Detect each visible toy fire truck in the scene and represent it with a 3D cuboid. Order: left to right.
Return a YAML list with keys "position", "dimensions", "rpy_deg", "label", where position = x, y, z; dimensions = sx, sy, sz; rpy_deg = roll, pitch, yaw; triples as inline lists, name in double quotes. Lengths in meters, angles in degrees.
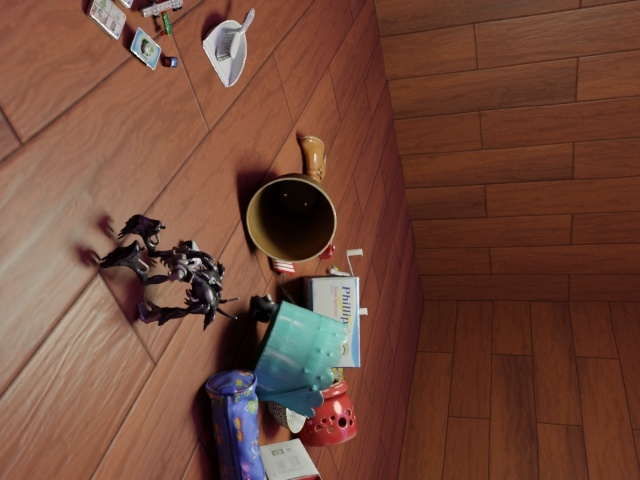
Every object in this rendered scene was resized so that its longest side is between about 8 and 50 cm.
- position: [0.000, 0.000, 2.036]
  dimensions: [0.135, 0.047, 0.192]
  rpy_deg: [-64, 148, -53]
  label: "toy fire truck"

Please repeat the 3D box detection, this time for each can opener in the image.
- position: [-0.126, 0.197, 1.609]
  dimensions: [0.073, 0.059, 0.186]
  rpy_deg: [-51, 142, 9]
  label: "can opener"

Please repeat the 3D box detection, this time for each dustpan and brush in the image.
- position: [-0.214, -0.509, 1.439]
  dimensions: [0.147, 0.060, 0.211]
  rpy_deg: [62, 32, -52]
  label: "dustpan and brush"

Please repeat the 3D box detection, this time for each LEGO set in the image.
- position: [-0.347, -0.441, 1.109]
  dimensions: [0.244, 0.060, 0.182]
  rpy_deg: [37, 66, -64]
  label: "LEGO set"

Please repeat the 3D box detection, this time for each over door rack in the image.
- position: [0.092, 0.196, 2.065]
  dimensions: [0.324, 0.108, 0.239]
  rpy_deg: [98, -11, -66]
  label: "over door rack"

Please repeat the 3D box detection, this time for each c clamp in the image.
- position: [-0.080, 0.198, 1.706]
  dimensions: [0.161, 0.022, 0.137]
  rpy_deg: [53, -26, 30]
  label: "c clamp"

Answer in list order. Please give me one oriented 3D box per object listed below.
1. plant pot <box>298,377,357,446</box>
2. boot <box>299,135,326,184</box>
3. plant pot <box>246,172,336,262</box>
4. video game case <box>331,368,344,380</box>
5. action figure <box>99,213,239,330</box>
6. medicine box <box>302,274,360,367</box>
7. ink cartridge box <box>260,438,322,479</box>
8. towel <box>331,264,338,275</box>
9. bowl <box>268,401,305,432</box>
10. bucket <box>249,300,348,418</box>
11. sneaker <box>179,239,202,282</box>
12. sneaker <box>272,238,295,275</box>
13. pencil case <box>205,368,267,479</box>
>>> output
- position: [0.011, 0.539, 1.824]
  dimensions: [0.191, 0.191, 0.174]
  rpy_deg: [-10, 89, -71]
  label: "plant pot"
- position: [-0.027, -0.253, 1.948]
  dimensions: [0.197, 0.073, 0.152]
  rpy_deg: [47, 48, -58]
  label: "boot"
- position: [-0.073, -0.097, 1.617]
  dimensions: [0.254, 0.237, 0.237]
  rpy_deg: [-85, 166, -67]
  label: "plant pot"
- position: [0.026, 0.428, 2.097]
  dimensions: [0.248, 0.035, 0.275]
  rpy_deg: [-23, 109, -69]
  label: "video game case"
- position: [-0.279, 0.072, 1.093]
  dimensions: [0.276, 0.141, 0.164]
  rpy_deg: [48, 40, -39]
  label: "action figure"
- position: [0.028, 0.242, 1.788]
  dimensions: [0.289, 0.149, 0.263]
  rpy_deg: [159, -69, -84]
  label: "medicine box"
- position: [-0.069, 0.715, 1.460]
  dimensions: [0.272, 0.130, 0.309]
  rpy_deg: [-163, -112, -73]
  label: "ink cartridge box"
- position: [0.055, 0.142, 2.241]
  dimensions: [0.060, 0.009, 0.083]
  rpy_deg: [47, 45, -62]
  label: "towel"
- position: [-0.100, 0.463, 1.656]
  dimensions: [0.170, 0.080, 0.170]
  rpy_deg: [-1, 90, -71]
  label: "bowl"
- position: [-0.065, 0.299, 1.468]
  dimensions: [0.281, 0.183, 0.281]
  rpy_deg: [-157, -90, -86]
  label: "bucket"
- position: [-0.276, 0.055, 1.244]
  dimensions: [0.069, 0.038, 0.098]
  rpy_deg: [57, 37, -55]
  label: "sneaker"
- position: [-0.091, 0.029, 1.750]
  dimensions: [0.221, 0.087, 0.128]
  rpy_deg: [-33, 129, -54]
  label: "sneaker"
- position: [-0.191, 0.459, 1.330]
  dimensions: [0.133, 0.119, 0.306]
  rpy_deg: [-120, -156, -81]
  label: "pencil case"
